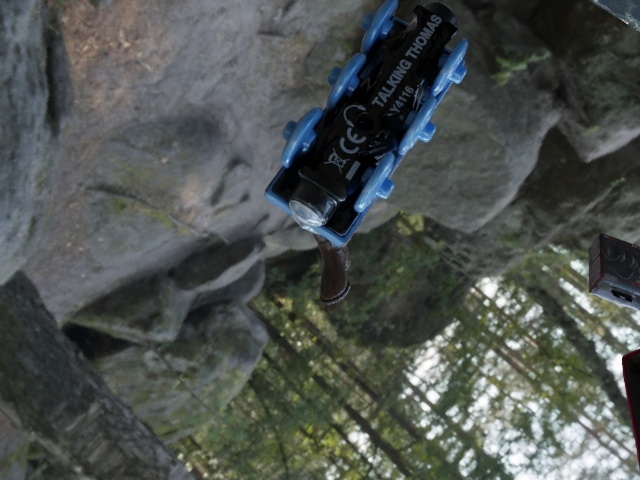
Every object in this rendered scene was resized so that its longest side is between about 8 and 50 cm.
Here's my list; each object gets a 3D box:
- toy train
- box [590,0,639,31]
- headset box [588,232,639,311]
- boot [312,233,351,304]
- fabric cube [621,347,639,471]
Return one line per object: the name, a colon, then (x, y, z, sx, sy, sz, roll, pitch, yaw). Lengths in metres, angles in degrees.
toy train: (0.034, -0.078, 0.461, 0.184, 0.080, 0.105, -57, 176, -18)
box: (0.313, -0.275, 0.443, 0.293, 0.395, 0.212, 24, -83, 62)
headset box: (0.342, 0.038, 0.773, 0.032, 0.062, 0.083, 107, 4, -46)
boot: (0.000, 0.000, 0.754, 0.037, 0.114, 0.106, -14, -152, 14)
fabric cube: (0.629, 0.284, 0.966, 0.254, 0.258, 0.259, -34, -154, 36)
